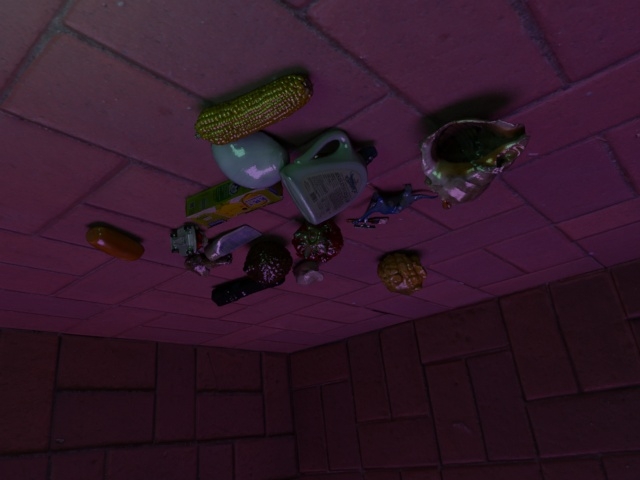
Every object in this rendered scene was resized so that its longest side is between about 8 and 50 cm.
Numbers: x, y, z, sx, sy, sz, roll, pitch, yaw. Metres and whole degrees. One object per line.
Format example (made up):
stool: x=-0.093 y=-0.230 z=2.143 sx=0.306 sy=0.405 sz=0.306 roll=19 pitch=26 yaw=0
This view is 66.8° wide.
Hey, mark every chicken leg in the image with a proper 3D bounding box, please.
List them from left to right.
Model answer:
chicken leg: x=-0.482 y=0.102 z=2.082 sx=0.196 sy=0.080 sz=0.125 roll=6 pitch=142 yaw=-28

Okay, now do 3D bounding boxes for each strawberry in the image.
strawberry: x=0.000 y=0.000 z=1.855 sx=0.186 sy=0.184 sz=0.201 roll=-50 pitch=169 yaw=10

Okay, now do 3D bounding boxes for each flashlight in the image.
flashlight: x=-0.357 y=0.228 z=2.392 sx=0.425 sy=0.103 sz=0.103 roll=-20 pitch=153 yaw=27

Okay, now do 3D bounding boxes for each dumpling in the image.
dumpling: x=-0.054 y=0.157 z=2.284 sx=0.136 sy=0.118 sz=0.199 roll=12 pitch=172 yaw=-33

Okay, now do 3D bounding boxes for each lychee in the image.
lychee: x=-0.221 y=0.091 z=1.981 sx=0.239 sy=0.199 sz=0.200 roll=-10 pitch=165 yaw=-44

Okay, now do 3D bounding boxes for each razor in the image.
razor: x=0.186 y=-0.108 z=1.818 sx=0.084 sy=0.035 sz=0.211 roll=3 pitch=148 yaw=-7

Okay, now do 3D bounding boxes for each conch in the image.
conch: x=-0.193 y=-0.227 z=1.356 sx=0.221 sy=0.120 sz=0.184 roll=4 pitch=126 yaw=-13
conch: x=0.409 y=-0.251 z=1.364 sx=0.263 sy=0.186 sz=0.324 roll=31 pitch=126 yaw=-30

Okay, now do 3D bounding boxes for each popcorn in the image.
popcorn: x=0.395 y=0.160 z=2.324 sx=0.251 sy=0.189 sz=0.250 roll=5 pitch=162 yaw=2

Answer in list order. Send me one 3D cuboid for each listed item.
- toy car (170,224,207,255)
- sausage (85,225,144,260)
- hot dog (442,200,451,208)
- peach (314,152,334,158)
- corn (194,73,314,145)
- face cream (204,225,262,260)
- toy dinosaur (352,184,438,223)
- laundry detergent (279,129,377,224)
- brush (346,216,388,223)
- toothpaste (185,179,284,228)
toy car: x=-0.488 y=0.003 z=1.826 sx=0.139 sy=0.112 sz=0.112 roll=-9 pitch=175 yaw=32
sausage: x=-0.751 y=0.015 z=1.785 sx=0.098 sy=0.097 sz=0.238 roll=-15 pitch=155 yaw=20
hot dog: x=0.482 y=-0.137 z=1.843 sx=0.037 sy=0.021 sz=0.083 roll=-11 pitch=155 yaw=14
peach: x=0.051 y=-0.192 z=1.541 sx=0.280 sy=0.068 sz=0.189 roll=15 pitch=150 yaw=-41
corn: x=-0.156 y=-0.310 z=1.164 sx=0.313 sy=0.101 sz=0.102 roll=-15 pitch=156 yaw=19
face cream: x=-0.351 y=0.003 z=1.920 sx=0.224 sy=0.070 sz=0.114 roll=-28 pitch=151 yaw=17
toy dinosaur: x=0.261 y=-0.130 z=1.712 sx=0.330 sy=0.076 sz=0.144 roll=-19 pitch=160 yaw=4
laundry detergent: x=0.040 y=-0.196 z=1.379 sx=0.281 sy=0.105 sz=0.214 roll=-38 pitch=122 yaw=-10
brush: x=0.185 y=-0.078 z=1.913 sx=0.170 sy=0.014 sz=0.043 roll=-1 pitch=153 yaw=-10
toothpaste: x=-0.284 y=-0.134 z=1.573 sx=0.328 sy=0.077 sz=0.110 roll=-18 pitch=152 yaw=26
